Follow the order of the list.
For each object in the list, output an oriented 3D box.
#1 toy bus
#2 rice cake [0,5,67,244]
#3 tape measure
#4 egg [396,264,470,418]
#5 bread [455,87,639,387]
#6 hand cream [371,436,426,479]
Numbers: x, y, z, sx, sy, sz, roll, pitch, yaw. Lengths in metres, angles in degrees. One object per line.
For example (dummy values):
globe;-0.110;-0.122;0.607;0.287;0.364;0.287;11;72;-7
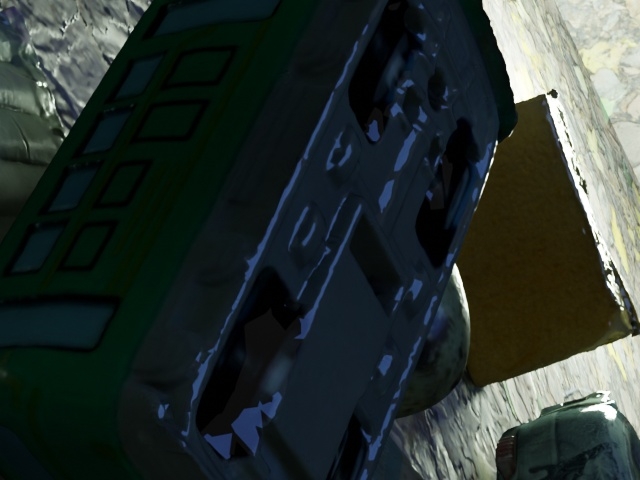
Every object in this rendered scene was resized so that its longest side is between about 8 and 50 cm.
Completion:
toy bus;-0.045;0.003;0.778;0.183;0.199;0.343;60;44;-42
rice cake;-0.195;-0.054;0.802;0.198;0.037;0.189;-11;81;-70
tape measure;0.273;0.297;1.502;0.275;0.147;0.256;-21;93;-73
egg;0.001;0.028;0.978;0.228;0.177;0.177;35;7;24
bread;0.206;-0.001;1.558;0.114;0.184;0.275;-6;76;-75
hand cream;0.045;0.186;1.145;0.312;0.070;0.111;54;28;-27
